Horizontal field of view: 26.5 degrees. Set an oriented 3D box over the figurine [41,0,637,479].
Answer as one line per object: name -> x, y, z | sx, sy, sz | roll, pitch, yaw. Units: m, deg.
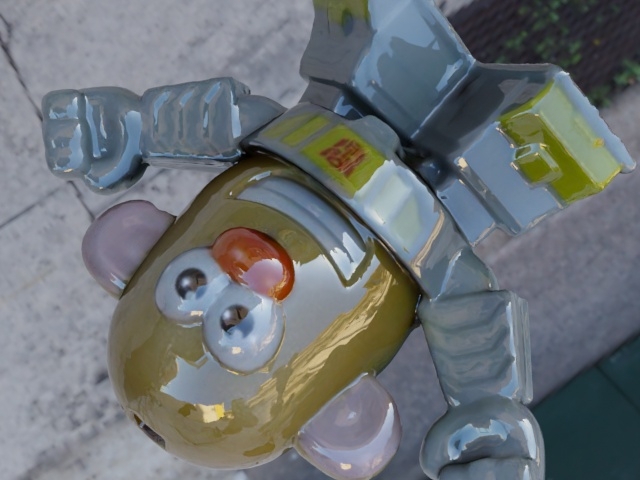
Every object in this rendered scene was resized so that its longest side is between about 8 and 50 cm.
figurine -> 0.001, 0.001, 0.753 | 0.285, 0.342, 0.167 | -47, 141, -9
